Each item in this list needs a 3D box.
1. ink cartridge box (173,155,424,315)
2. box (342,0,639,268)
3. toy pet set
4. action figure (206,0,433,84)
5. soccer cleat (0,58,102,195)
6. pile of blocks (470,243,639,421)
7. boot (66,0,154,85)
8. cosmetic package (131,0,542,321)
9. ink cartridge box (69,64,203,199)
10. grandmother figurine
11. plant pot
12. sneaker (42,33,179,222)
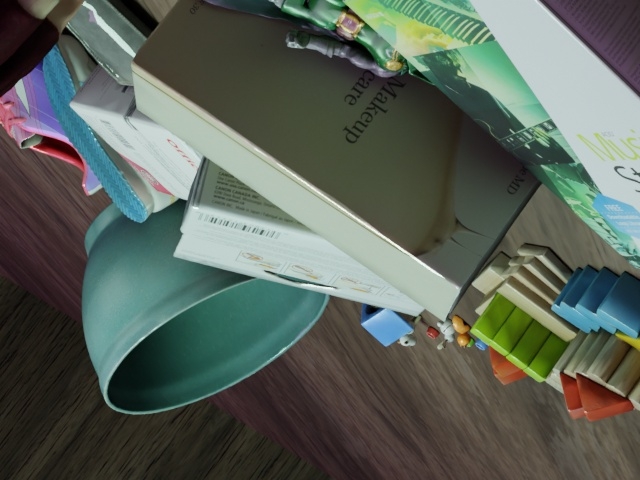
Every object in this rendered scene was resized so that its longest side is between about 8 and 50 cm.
[{"bbox_3d":[0.000,0.000,1.812,0.275,0.060,0.239,14,168,-6],"label":"ink cartridge box"},{"bbox_3d":[0.186,-0.093,1.265,0.322,0.058,0.232,42,165,-18],"label":"box"},{"bbox_3d":[0.107,0.105,2.084,0.114,0.065,0.122,42,165,-23],"label":"toy pet set"},{"bbox_3d":[0.004,-0.182,1.365,0.232,0.063,0.137,30,133,-1],"label":"action figure"},{"bbox_3d":[-0.352,-0.177,2.157,0.318,0.116,0.108,34,166,10],"label":"soccer cleat"},{"bbox_3d":[0.227,0.095,1.666,0.149,0.112,0.362,42,165,-23],"label":"pile of blocks"},{"bbox_3d":[-0.258,-0.244,1.840,0.190,0.076,0.208,24,168,48],"label":"boot"},{"bbox_3d":[0.020,-0.094,1.451,0.309,0.160,0.113,33,165,7],"label":"cosmetic package"},{"bbox_3d":[-0.135,-0.112,1.903,0.218,0.092,0.158,20,159,52],"label":"ink cartridge box"},{"bbox_3d":[-0.228,-0.174,1.399,0.104,0.342,0.208,36,166,2],"label":"grandmother figurine"},{"bbox_3d":[-0.163,0.045,2.178,0.196,0.293,0.293,59,175,22],"label":"plant pot"},{"bbox_3d":[-0.230,-0.136,2.068,0.228,0.092,0.087,58,154,-3],"label":"sneaker"}]
